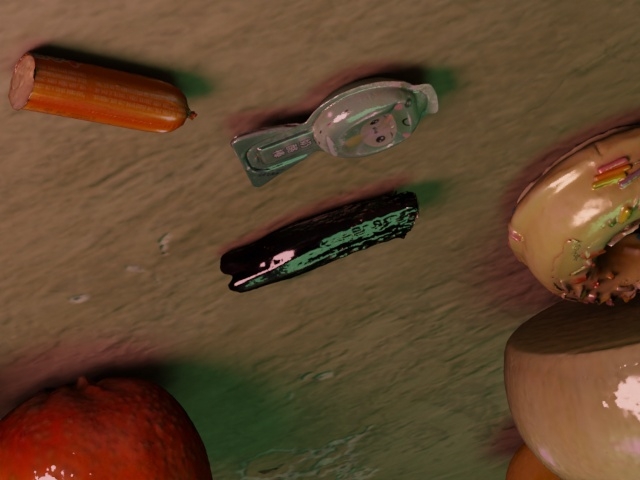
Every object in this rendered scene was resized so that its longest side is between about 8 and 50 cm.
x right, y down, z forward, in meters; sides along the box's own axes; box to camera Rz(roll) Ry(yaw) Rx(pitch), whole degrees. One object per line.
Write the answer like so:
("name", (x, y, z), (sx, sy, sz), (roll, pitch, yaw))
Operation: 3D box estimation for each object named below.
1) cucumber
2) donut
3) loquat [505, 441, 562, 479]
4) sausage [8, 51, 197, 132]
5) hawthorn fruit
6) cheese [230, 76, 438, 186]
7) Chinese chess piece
("cucumber", (0.000, -0.001, 1.024), (0.134, 0.033, 0.034), (-18, 148, 0))
("donut", (0.212, -0.014, 1.084), (0.174, 0.068, 0.175), (-13, 149, -8))
("loquat", (0.240, 0.224, 1.432), (0.163, 0.137, 0.163), (-4, 132, -4))
("sausage", (-0.110, -0.076, 0.841), (0.107, 0.031, 0.031), (7, 142, -38))
("hawthorn fruit", (-0.134, 0.231, 1.090), (0.165, 0.285, 0.165), (-17, 161, -6))
("cheese", (0.010, -0.065, 0.928), (0.120, 0.026, 0.067), (-19, 150, 4))
("Chinese chess piece", (0.254, 0.084, 1.126), (0.250, 0.101, 0.250), (-19, -174, 2))
